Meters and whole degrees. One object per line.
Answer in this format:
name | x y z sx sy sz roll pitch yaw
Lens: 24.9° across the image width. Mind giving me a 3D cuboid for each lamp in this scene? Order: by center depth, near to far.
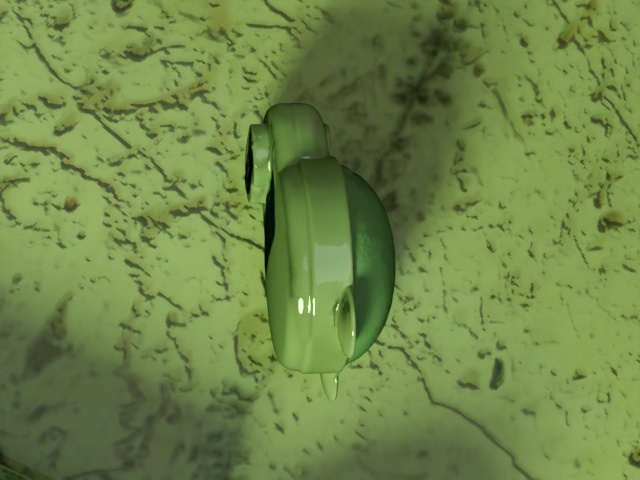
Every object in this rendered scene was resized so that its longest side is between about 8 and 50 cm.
lamp | 0.002 -0.001 1.203 0.107 0.179 0.246 -5 65 -14

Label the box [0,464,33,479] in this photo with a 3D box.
box | -0.295 0.260 1.133 0.369 0.112 0.190 28 104 -7
